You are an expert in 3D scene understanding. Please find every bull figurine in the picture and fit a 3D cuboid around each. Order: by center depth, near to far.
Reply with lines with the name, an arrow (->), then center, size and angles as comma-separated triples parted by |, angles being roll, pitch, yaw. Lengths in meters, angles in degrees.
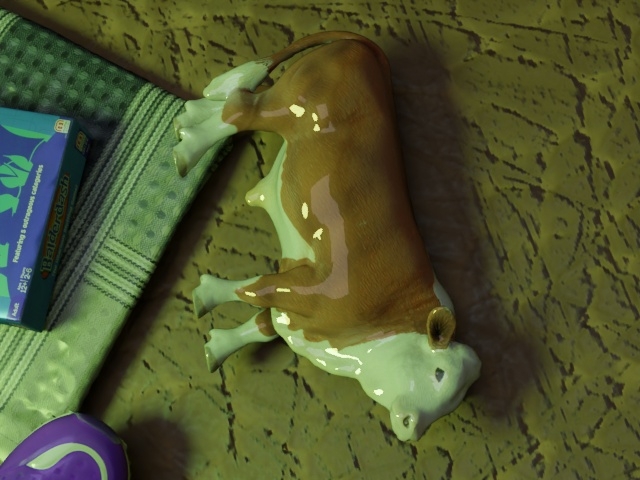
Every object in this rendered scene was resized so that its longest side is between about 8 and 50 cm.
bull figurine -> 0.000, 0.000, 0.883 | 0.188, 0.101, 0.310 | -9, 72, -2

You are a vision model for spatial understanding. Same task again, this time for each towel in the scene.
towel -> -0.268, -0.015, 0.985 | 0.312, 0.056, 0.324 | 28, 81, 14

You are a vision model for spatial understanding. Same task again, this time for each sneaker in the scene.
sneaker -> -0.223, 0.257, 0.834 | 0.102, 0.146, 0.293 | 33, 88, -8

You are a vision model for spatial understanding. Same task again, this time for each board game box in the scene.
board game box -> -0.295, -0.028, 0.938 | 0.210, 0.047, 0.160 | 9, 78, 12
